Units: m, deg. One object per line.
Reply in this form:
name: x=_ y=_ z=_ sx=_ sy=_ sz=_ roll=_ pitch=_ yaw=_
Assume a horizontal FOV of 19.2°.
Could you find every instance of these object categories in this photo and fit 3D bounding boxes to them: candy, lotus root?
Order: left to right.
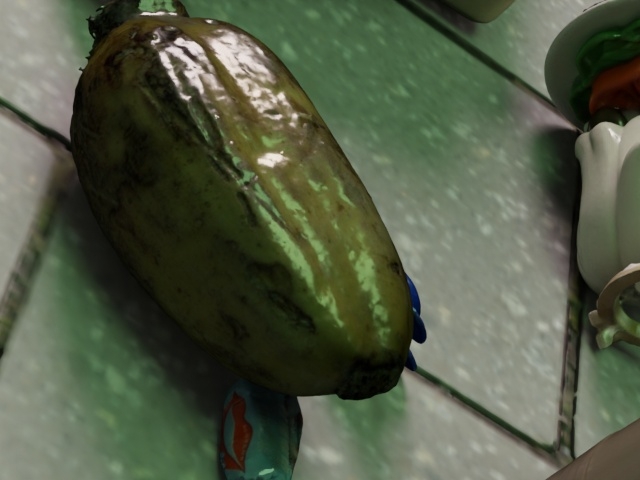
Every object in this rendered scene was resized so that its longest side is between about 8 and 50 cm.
lotus root: x=-0.033 y=-0.014 z=0.681 sx=0.089 sy=0.080 sz=0.179 roll=-17 pitch=66 yaw=-38
candy: x=-0.019 y=0.072 z=0.672 sx=0.030 sy=0.020 sz=0.083 roll=27 pitch=40 yaw=-25

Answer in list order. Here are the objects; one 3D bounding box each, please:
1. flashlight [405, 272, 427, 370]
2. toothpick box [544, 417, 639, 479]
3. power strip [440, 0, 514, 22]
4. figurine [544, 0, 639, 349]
flashlight: x=0.000 y=0.000 z=0.745 sx=0.035 sy=0.057 sz=0.121 roll=-33 pitch=74 yaw=-14
toothpick box: x=0.167 y=0.099 z=0.701 sx=0.111 sy=0.181 sz=0.111 roll=24 pitch=45 yaw=-27
power strip: x=0.068 y=-0.220 z=0.976 sx=0.105 sy=0.070 sz=0.256 roll=28 pitch=40 yaw=-18
figurine: x=0.163 y=-0.024 z=0.864 sx=0.132 sy=0.132 sz=0.153 roll=27 pitch=54 yaw=-25
